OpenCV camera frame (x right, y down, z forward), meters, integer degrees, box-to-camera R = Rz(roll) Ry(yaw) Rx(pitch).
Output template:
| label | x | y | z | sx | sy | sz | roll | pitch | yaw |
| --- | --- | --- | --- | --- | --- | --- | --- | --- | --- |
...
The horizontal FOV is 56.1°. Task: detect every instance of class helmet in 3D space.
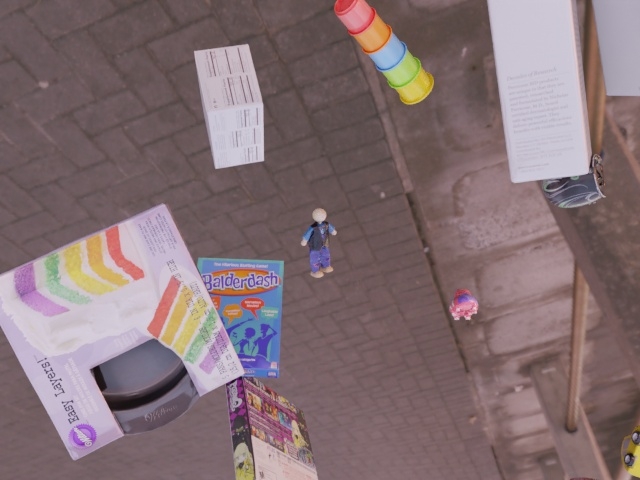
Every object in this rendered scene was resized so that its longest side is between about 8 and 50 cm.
| label | x | y | z | sx | sy | sz | roll | pitch | yaw |
| --- | --- | --- | --- | --- | --- | --- | --- | --- | --- |
| helmet | 0.707 | -0.168 | 1.695 | 0.161 | 0.170 | 0.169 | -10 | 150 | 38 |

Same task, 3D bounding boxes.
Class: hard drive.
| label | x | y | z | sx | sy | sz | roll | pitch | yaw |
| --- | --- | --- | --- | --- | --- | --- | --- | --- | --- |
| hard drive | 0.688 | -0.473 | 1.318 | 0.040 | 0.203 | 0.308 | -21 | 109 | -11 |

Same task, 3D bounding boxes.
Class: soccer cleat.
| label | x | y | z | sx | sy | sz | roll | pitch | yaw |
| --- | --- | --- | --- | --- | --- | --- | --- | --- | --- |
| soccer cleat | 0.424 | 0.181 | 1.801 | 0.083 | 0.095 | 0.248 | -5 | 165 | 10 |

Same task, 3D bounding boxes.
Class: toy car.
| label | x | y | z | sx | sy | sz | roll | pitch | yaw |
| --- | --- | --- | --- | --- | --- | --- | --- | --- | --- |
| toy car | 0.568 | 0.474 | 1.093 | 0.239 | 0.225 | 0.053 | -37 | -178 | -1 |

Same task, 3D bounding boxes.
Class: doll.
| label | x | y | z | sx | sy | sz | roll | pitch | yaw |
| --- | --- | --- | --- | --- | --- | --- | --- | --- | --- |
| doll | 0.000 | 0.000 | 1.636 | 0.129 | 0.046 | 0.189 | -25 | 122 | -38 |

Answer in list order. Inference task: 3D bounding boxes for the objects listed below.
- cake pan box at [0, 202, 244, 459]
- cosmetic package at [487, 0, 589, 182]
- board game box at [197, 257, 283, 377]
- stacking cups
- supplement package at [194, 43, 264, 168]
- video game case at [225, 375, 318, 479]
| label | x | y | z | sx | sy | sz | roll | pitch | yaw |
| --- | --- | --- | --- | --- | --- | --- | --- | --- | --- |
| cake pan box | -0.260 | 0.118 | 0.787 | 0.245 | 0.267 | 0.070 | -24 | -171 | -11 |
| cosmetic package | 0.478 | -0.374 | 1.301 | 0.161 | 0.454 | 0.230 | -5 | -166 | 27 |
| board game box | -0.148 | 0.133 | 1.066 | 0.160 | 0.210 | 0.047 | 2 | 148 | -3 |
| stacking cups | 0.146 | -0.446 | 1.382 | 0.096 | 0.096 | 0.316 | -29 | 136 | 24 |
| supplement package | -0.243 | -0.357 | 1.628 | 0.145 | 0.204 | 0.262 | -11 | 156 | -10 |
| video game case | -0.081 | 0.364 | 1.063 | 0.041 | 0.210 | 0.232 | -27 | 138 | 13 |
